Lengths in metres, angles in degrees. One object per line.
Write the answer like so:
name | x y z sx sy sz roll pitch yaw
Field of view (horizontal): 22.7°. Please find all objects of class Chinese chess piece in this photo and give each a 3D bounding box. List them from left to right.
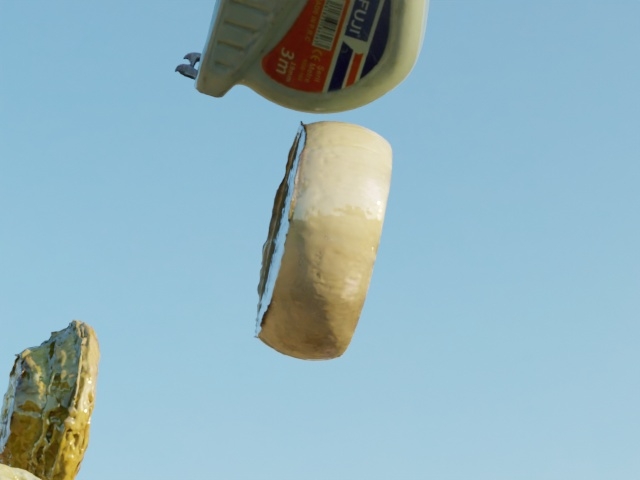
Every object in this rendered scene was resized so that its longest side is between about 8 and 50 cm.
Chinese chess piece | 0.000 0.000 1.635 0.103 0.249 0.250 14 -25 -5

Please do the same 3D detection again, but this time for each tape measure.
tape measure | -0.006 -0.255 1.691 0.246 0.125 0.243 17 -59 -2

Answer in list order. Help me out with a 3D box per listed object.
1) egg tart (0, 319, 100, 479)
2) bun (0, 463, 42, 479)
egg tart | -0.175 0.112 1.006 0.052 0.130 0.130 13 -27 -18
bun | -0.193 0.162 0.909 0.115 0.069 0.115 20 -2 1
